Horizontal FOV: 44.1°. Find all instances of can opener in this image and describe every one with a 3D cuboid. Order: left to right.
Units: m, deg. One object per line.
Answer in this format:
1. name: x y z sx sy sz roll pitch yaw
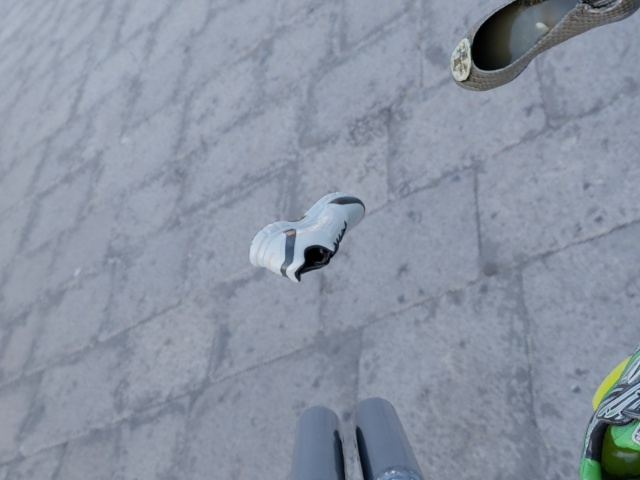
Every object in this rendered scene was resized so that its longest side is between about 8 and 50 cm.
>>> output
1. can opener: 0.019 0.145 0.375 0.074 0.093 0.280 -7 7 -1

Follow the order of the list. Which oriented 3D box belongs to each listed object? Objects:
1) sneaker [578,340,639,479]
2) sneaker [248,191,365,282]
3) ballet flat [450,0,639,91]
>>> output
1. sneaker: 0.356 0.136 0.753 0.134 0.344 0.146 27 39 17
2. sneaker: 0.000 0.000 0.559 0.043 0.040 0.109 30 41 28
3. ballet flat: 0.208 -0.215 0.795 0.249 0.058 0.084 -14 82 58
